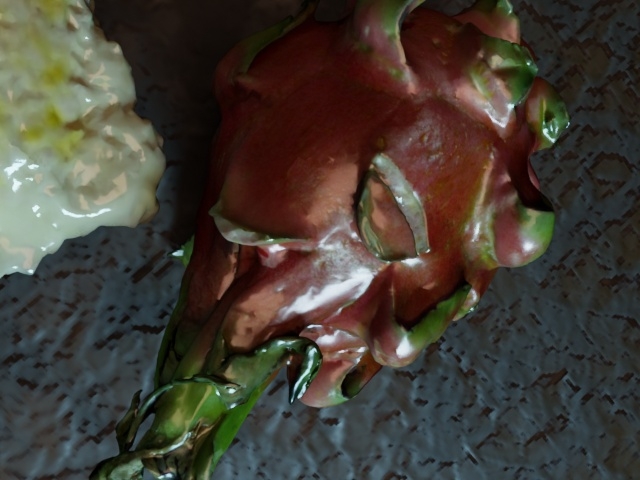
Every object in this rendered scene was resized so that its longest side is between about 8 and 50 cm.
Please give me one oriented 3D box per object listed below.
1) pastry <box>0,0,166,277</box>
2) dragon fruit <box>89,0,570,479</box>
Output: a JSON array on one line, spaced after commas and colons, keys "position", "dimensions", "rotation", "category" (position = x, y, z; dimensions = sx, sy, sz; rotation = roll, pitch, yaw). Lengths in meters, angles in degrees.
[{"position": [-0.127, -0.117, 0.352], "dimensions": [0.121, 0.089, 0.259], "rotation": [-12, 101, -19], "category": "pastry"}, {"position": [-0.002, -0.001, 0.380], "dimensions": [0.135, 0.137, 0.236], "rotation": [38, 83, -3], "category": "dragon fruit"}]
